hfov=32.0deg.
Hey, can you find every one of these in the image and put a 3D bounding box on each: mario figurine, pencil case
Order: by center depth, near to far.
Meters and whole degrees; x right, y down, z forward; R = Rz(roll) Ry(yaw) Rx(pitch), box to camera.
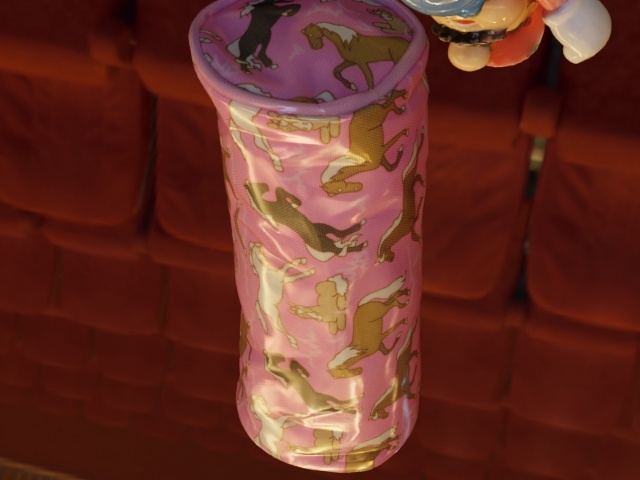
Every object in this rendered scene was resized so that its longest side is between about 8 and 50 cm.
[{"bbox_3d":[0.000,0.000,0.815,0.167,0.386,0.160,22,-131,24],"label":"pencil case"},{"bbox_3d":[0.108,-0.196,0.914,0.198,0.170,0.320,55,-155,18],"label":"mario figurine"}]
